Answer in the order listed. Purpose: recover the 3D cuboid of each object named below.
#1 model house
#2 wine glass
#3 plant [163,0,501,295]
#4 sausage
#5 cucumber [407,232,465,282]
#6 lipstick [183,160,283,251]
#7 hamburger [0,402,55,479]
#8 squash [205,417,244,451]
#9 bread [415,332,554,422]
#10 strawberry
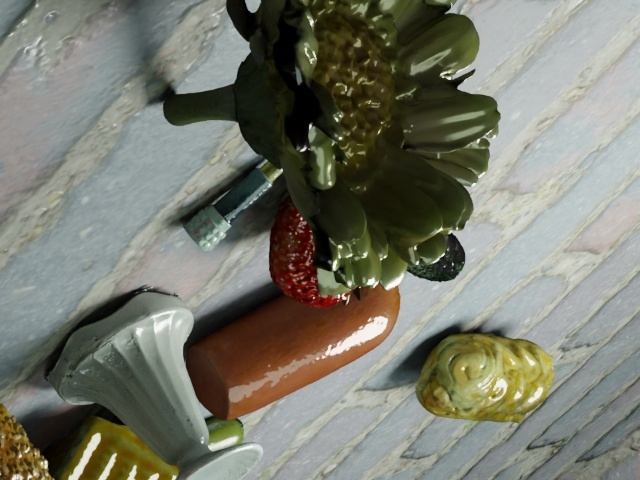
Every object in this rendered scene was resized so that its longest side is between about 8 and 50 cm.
[{"bbox_3d":[-0.244,0.265,2.059,0.268,0.173,0.239,-60,156,-27],"label":"model house"},{"bbox_3d":[-0.164,0.171,1.887,0.165,0.196,0.165,-28,158,-13],"label":"wine glass"},{"bbox_3d":[-0.018,-0.130,1.440,0.261,0.297,0.305,59,47,-65],"label":"plant"},{"bbox_3d":[-0.021,0.107,2.094,0.259,0.113,0.113,-26,157,-22],"label":"sausage"},{"bbox_3d":[0.123,0.008,2.151,0.074,0.074,0.241,-39,160,8],"label":"cucumber"},{"bbox_3d":[-0.079,-0.040,1.797,0.116,0.037,0.037,-43,159,2],"label":"lipstick"},{"bbox_3d":[-0.357,0.251,1.651,0.170,0.302,0.302,-35,161,22],"label":"hamburger"},{"bbox_3d":[-0.165,0.256,2.269,0.183,0.052,0.052,-18,153,-42],"label":"squash"},{"bbox_3d":[0.230,0.195,2.645,0.152,0.130,0.268,-34,161,20],"label":"bread"},{"bbox_3d":[-0.004,0.001,1.897,0.148,0.131,0.131,30,117,-35],"label":"strawberry"}]
